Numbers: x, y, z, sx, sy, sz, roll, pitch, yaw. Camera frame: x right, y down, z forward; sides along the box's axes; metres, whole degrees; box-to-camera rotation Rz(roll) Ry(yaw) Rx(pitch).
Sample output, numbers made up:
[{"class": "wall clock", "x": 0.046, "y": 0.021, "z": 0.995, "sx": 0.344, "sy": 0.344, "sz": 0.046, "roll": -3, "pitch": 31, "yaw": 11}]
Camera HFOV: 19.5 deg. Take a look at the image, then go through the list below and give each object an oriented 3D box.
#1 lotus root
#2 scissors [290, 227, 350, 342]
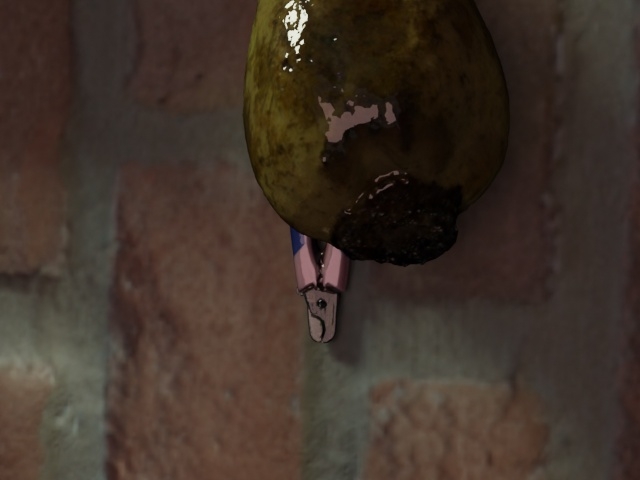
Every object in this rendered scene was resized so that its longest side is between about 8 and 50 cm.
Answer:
[{"class": "lotus root", "x": 0.027, "y": -0.092, "z": 0.972, "sx": 0.138, "sy": 0.138, "sz": 0.214, "roll": -7, "pitch": 75, "yaw": 14}, {"class": "scissors", "x": 0.000, "y": 0.000, "z": 1.032, "sx": 0.039, "sy": 0.012, "sz": 0.113, "roll": 0, "pitch": 89, "yaw": 14}]
